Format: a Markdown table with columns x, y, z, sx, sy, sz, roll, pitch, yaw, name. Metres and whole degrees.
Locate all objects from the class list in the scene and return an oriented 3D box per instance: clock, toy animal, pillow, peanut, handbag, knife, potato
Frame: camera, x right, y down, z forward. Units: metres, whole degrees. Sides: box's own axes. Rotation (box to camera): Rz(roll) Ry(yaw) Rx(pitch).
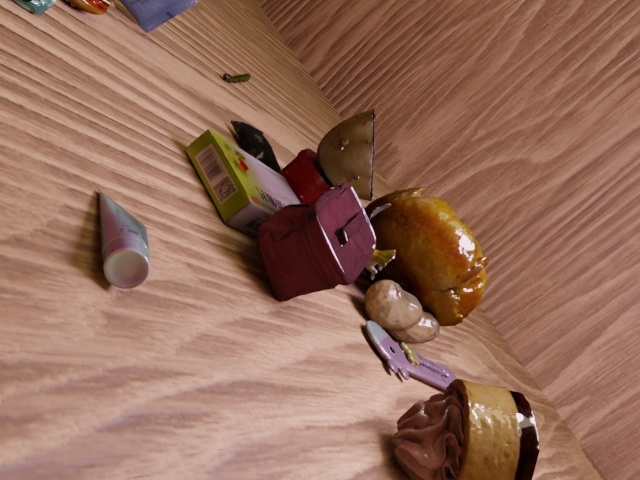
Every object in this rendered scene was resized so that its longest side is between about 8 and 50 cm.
| x | y | z | sx | sy | sz | roll | pitch | yaw | name |
| --- | --- | --- | --- | --- | --- | --- | --- | --- | --- |
| -0.440 | -0.382 | 1.084 | 0.101 | 0.041 | 0.135 | 44 | 15 | -28 | clock |
| 0.082 | 0.043 | 1.509 | 0.095 | 0.219 | 0.155 | 36 | -30 | 0 | toy animal |
| -0.136 | -0.200 | 1.589 | 0.090 | 0.048 | 0.150 | 38 | 20 | -52 | pillow |
| 0.170 | 0.157 | 1.529 | 0.228 | 0.104 | 0.085 | 43 | 42 | -43 | peanut |
| 0.000 | 0.000 | 1.183 | 0.146 | 0.135 | 0.225 | 68 | 24 | -8 | handbag |
| 0.210 | 0.258 | 1.522 | 0.398 | 0.038 | 0.132 | 35 | 23 | -51 | knife |
| 0.051 | -0.167 | 1.447 | 0.202 | 0.117 | 0.182 | -82 | 171 | -73 | potato |

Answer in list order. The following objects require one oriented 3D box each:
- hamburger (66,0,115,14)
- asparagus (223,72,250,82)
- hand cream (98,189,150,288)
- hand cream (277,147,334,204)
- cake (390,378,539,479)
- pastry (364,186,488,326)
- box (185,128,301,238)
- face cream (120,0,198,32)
| x | y | z | sx | sy | sz | roll | pitch | yaw | name |
| --- | --- | --- | --- | --- | --- | --- | --- | --- | --- |
| -0.407 | -0.470 | 1.271 | 0.162 | 0.115 | 0.162 | 45 | 16 | -16 | hamburger |
| -0.228 | -0.443 | 1.997 | 0.025 | 0.024 | 0.248 | 43 | 15 | -3 | asparagus |
| -0.217 | -0.004 | 0.816 | 0.076 | 0.047 | 0.174 | 43 | 7 | -28 | hand cream |
| -0.012 | -0.083 | 1.517 | 0.193 | 0.125 | 0.193 | 47 | 15 | -16 | hand cream |
| 0.198 | 0.298 | 1.087 | 0.178 | 0.207 | 0.185 | 13 | 66 | -13 | cake |
| 0.217 | 0.036 | 1.629 | 0.356 | 0.164 | 0.356 | 41 | -26 | 25 | pastry |
| -0.111 | -0.076 | 1.305 | 0.175 | 0.062 | 0.260 | 58 | 14 | 28 | box |
| -0.401 | -0.544 | 1.400 | 0.385 | 0.135 | 0.086 | 39 | 32 | -54 | face cream |
